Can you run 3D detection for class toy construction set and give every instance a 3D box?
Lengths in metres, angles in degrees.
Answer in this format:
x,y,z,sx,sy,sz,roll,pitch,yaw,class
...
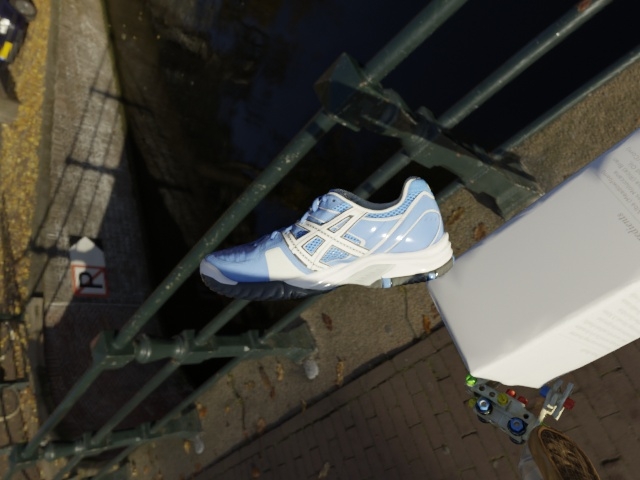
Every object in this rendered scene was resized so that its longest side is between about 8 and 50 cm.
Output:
x,y,z,sx,sy,sz,roll,pitch,yaw,class
0.555,0.443,1.379,0.215,0.151,0.328,-44,29,-21,toy construction set

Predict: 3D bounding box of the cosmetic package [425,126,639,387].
x,y,z,sx,sy,sz,roll,pitch,yaw,class
0.397,0.015,0.625,0.453,0.230,0.161,-41,48,26,cosmetic package

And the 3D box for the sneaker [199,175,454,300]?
x,y,z,sx,sy,sz,roll,pitch,yaw,class
0.000,0.000,0.404,0.211,0.080,0.081,-10,100,5,sneaker

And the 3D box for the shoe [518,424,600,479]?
x,y,z,sx,sy,sz,roll,pitch,yaw,class
0.195,0.230,0.355,0.077,0.219,0.058,28,108,1,shoe
